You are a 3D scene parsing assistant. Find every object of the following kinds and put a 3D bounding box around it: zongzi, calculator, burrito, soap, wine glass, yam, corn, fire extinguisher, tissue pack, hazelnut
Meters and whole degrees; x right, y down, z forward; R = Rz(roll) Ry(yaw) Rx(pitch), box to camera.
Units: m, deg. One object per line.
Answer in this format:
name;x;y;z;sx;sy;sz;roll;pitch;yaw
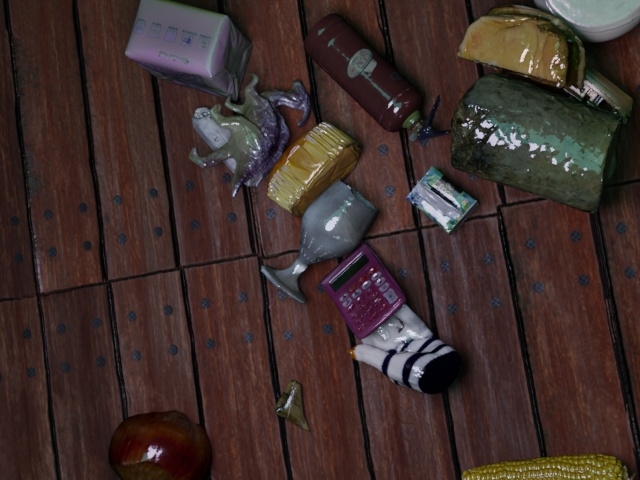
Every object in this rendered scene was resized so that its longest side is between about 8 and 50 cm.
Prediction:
zongzi;-0.040;0.324;1.774;0.083;0.040;0.076;29;86;3
calculator;0.082;0.096;1.724;0.126;0.034;0.190;-41;44;7
burrito;-0.189;-0.195;1.842;0.064;0.064;0.203;-45;79;7
soap;-0.261;-0.387;1.813;0.199;0.182;0.138;18;89;14
wine glass;0.000;0.000;1.745;0.126;0.126;0.241;40;97;14
yam;0.390;-0.180;1.628;0.300;0.195;0.195;21;91;14
corn;0.407;0.439;1.617;0.310;0.101;0.102;-11;83;18
fire extinguisher;0.121;-0.305;1.737;0.344;0.102;0.138;46;140;14
tissue pack;0.231;-0.076;1.714;0.111;0.079;0.085;41;97;14
hazelnut;-0.315;0.432;1.784;0.201;0.160;0.170;26;107;-22

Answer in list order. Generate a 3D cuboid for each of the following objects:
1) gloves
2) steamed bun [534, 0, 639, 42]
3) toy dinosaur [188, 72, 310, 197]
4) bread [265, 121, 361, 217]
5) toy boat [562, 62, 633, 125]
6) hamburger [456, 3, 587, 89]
gloves;0.151;0.203;1.698;0.140;0.131;0.218;-53;38;-8
steamed bun;0.504;-0.480;1.646;0.231;0.145;0.232;2;100;14
toy dinosaur;-0.136;-0.222;1.780;0.162;0.077;0.294;31;77;3
bread;-0.021;-0.142;1.758;0.114;0.132;0.190;39;93;15
toy boat;0.495;-0.288;1.677;0.206;0.064;0.072;44;111;14
hamburger;0.371;-0.359;1.642;0.262;0.124;0.131;28;115;40
